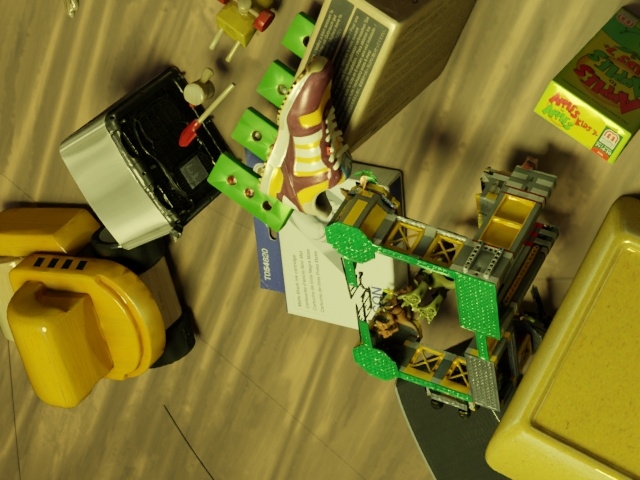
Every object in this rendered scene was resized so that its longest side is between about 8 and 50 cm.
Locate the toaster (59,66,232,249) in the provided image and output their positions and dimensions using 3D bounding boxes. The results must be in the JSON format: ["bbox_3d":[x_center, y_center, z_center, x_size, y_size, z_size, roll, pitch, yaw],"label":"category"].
[{"bbox_3d":[-0.207,-0.094,2.002,0.110,0.186,0.168,-25,104,38],"label":"toaster"}]

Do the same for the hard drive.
[{"bbox_3d":[0.198,0.256,2.017,0.172,0.054,0.255,-29,90,45],"label":"hard drive"}]

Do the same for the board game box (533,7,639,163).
[{"bbox_3d":[0.292,-0.155,1.615,0.092,0.181,0.043,36,133,9],"label":"board game box"}]

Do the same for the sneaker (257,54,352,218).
[{"bbox_3d":[0.000,-0.101,1.614,0.084,0.069,0.185,27,139,7],"label":"sneaker"}]

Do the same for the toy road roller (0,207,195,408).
[{"bbox_3d":[-0.350,0.095,2.187,0.329,0.240,0.203,3,121,33],"label":"toy road roller"}]

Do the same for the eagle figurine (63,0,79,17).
[{"bbox_3d":[-0.187,-0.376,1.828,0.298,0.225,0.226,-28,148,14],"label":"eagle figurine"}]

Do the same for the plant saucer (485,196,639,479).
[{"bbox_3d":[0.360,0.145,1.667,0.332,0.081,0.333,26,87,31],"label":"plant saucer"}]

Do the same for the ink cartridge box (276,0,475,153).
[{"bbox_3d":[0.072,-0.216,1.691,0.088,0.234,0.193,35,132,11],"label":"ink cartridge box"}]

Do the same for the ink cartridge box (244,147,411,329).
[{"bbox_3d":[0.000,0.000,2.016,0.224,0.045,0.223,12,125,28],"label":"ink cartridge box"}]

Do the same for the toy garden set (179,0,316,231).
[{"bbox_3d":[-0.067,-0.167,1.918,0.204,0.049,0.244,36,119,9],"label":"toy garden set"}]

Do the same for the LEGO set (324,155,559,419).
[{"bbox_3d":[0.155,0.026,1.846,0.255,0.192,0.331,12,142,31],"label":"LEGO set"}]
